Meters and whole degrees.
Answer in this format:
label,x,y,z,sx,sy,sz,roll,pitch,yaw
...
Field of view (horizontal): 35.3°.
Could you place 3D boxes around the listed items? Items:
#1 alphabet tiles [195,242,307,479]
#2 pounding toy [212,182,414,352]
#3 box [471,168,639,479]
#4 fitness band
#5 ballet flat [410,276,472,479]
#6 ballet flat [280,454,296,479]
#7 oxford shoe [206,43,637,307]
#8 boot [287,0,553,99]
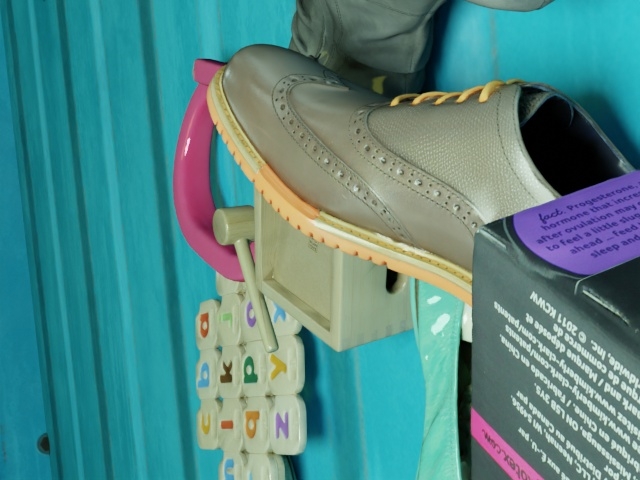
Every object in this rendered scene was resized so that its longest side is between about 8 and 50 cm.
label,x,y,z,sx,sy,sz,roll,pitch,yaw
alphabet tiles,-0.076,0.137,1.066,0.278,0.021,0.284,-21,69,61
pounding toy,-0.003,0.006,0.834,0.206,0.094,0.181,33,129,50
box,0.163,0.114,0.395,0.143,0.165,0.270,47,150,50
fitness band,-0.090,-0.074,1.026,0.291,0.054,0.209,34,120,59
ballet flat,0.108,0.091,0.652,0.087,0.083,0.247,-4,80,44
ballet flat,-0.046,0.304,1.057,0.057,0.052,0.168,-27,72,63
oxford shoe,0.080,-0.045,0.572,0.364,0.130,0.132,34,126,27
boot,0.063,-0.148,0.683,0.338,0.118,0.222,-125,30,-55
